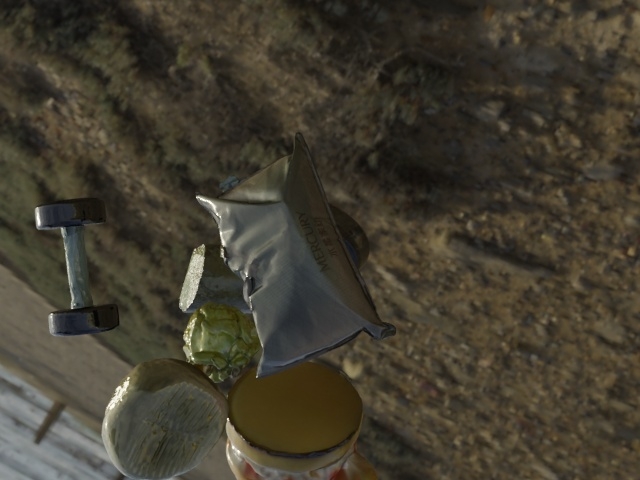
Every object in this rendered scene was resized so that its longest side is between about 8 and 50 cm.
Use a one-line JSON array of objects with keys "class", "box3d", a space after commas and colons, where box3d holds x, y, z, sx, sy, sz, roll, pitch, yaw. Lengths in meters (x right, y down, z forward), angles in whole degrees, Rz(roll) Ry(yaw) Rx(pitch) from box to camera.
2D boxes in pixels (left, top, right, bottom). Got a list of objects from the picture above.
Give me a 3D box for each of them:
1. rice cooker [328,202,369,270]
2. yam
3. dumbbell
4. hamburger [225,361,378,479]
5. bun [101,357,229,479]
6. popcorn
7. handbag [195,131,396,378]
[{"class": "rice cooker", "box3d": [0.000, 0.000, 1.570, 0.165, 0.106, 0.112, 38, 120, 15]}, {"class": "yam", "box3d": [-0.163, 0.083, 2.068, 0.268, 0.161, 0.161, 3, 164, -18]}, {"class": "dumbbell", "box3d": [-0.348, 0.038, 1.371, 0.100, 0.191, 0.100, -7, 179, 0]}, {"class": "hamburger", "box3d": [-0.031, 0.376, 1.810, 0.303, 0.261, 0.186, 13, 126, 20]}, {"class": "bun", "box3d": [-0.252, 0.280, 1.510, 0.178, 0.193, 0.128, 34, 176, -30]}, {"class": "popcorn", "box3d": [-0.179, 0.176, 1.656, 0.141, 0.162, 0.135, -22, 98, 44]}, {"class": "handbag", "box3d": [-0.042, 0.026, 1.136, 0.183, 0.270, 0.117, -28, 167, 16]}]
